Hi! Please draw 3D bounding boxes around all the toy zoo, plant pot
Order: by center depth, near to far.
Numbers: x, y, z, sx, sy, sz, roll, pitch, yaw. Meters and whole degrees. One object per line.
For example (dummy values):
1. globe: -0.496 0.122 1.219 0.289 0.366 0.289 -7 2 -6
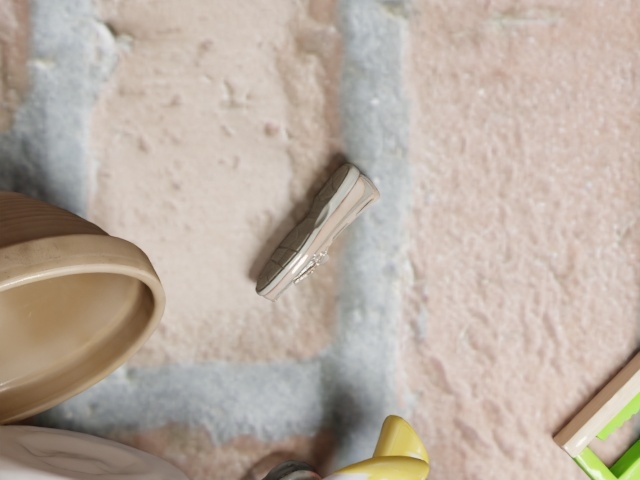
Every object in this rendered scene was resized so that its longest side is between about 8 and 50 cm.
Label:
1. plant pot: -0.240 0.041 1.324 0.237 0.237 0.110 -23 67 -8
2. toy zoo: 0.357 0.201 1.541 0.192 0.030 0.293 -44 103 -4

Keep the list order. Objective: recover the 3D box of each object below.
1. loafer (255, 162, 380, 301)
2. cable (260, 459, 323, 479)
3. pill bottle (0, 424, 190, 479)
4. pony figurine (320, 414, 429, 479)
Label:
1. loafer: 0.000 0.000 1.434 0.039 0.045 0.125 37 86 -21
2. cable: -0.062 0.280 1.439 0.287 0.072 0.139 -33 106 -8
3. pill bottle: -0.211 0.309 1.360 0.176 0.176 0.318 12 94 -13
4. pony figurine: 0.018 0.338 1.295 0.363 0.303 0.351 -33 87 -28
